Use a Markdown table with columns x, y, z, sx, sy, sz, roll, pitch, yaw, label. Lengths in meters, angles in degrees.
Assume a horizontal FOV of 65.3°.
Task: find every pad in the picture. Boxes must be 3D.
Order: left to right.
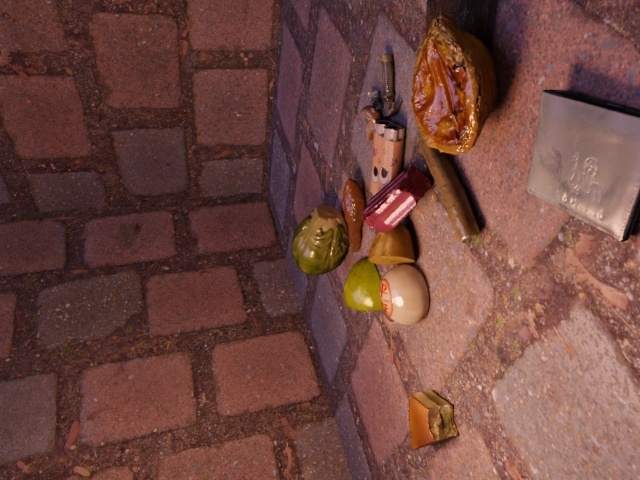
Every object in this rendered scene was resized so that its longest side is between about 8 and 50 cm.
| x | y | z | sx | sy | sz | roll | pitch | yaw | label |
| --- | --- | --- | --- | --- | --- | --- | --- | --- | --- |
| 0.398 | -0.596 | 1.476 | 0.367 | 0.007 | 0.248 | -133 | 39 | -64 | pad |

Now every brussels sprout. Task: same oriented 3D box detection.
| x | y | z | sx | sy | sz | roll | pitch | yaw | label |
| --- | --- | --- | --- | --- | --- | --- | --- | --- | --- |
| 0.000 | -0.002 | 2.574 | 0.281 | 0.289 | 0.355 | 42 | 126 | 46 | brussels sprout |

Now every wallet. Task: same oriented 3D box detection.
| x | y | z | sx | sy | sz | roll | pitch | yaw | label |
| --- | --- | --- | --- | --- | --- | --- | --- | --- | --- |
| 0.557 | -0.165 | 1.045 | 0.290 | 0.054 | 0.251 | -129 | 32 | -53 | wallet |

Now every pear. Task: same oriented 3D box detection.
| x | y | z | sx | sy | sz | roll | pitch | yaw | label |
| --- | --- | --- | --- | --- | --- | --- | --- | --- | --- |
| 0.186 | 0.196 | 2.316 | 0.288 | 0.139 | 0.239 | -172 | 84 | -71 | pear |

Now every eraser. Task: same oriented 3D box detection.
| x | y | z | sx | sy | sz | roll | pitch | yaw | label |
| --- | --- | --- | --- | --- | --- | --- | --- | --- | --- |
| 0.256 | -0.305 | 1.928 | 0.171 | 0.087 | 0.290 | -131 | 38 | -55 | eraser |

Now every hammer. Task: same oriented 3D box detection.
| x | y | z | sx | sy | sz | roll | pitch | yaw | label |
| --- | --- | --- | --- | --- | --- | --- | --- | --- | --- |
| 0.256 | -0.586 | 1.892 | 0.159 | 0.041 | 0.226 | -154 | 58 | -70 | hammer |

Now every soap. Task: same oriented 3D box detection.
| x | y | z | sx | sy | sz | roll | pitch | yaw | label |
| --- | --- | --- | --- | --- | --- | --- | --- | --- | --- |
| 0.267 | -0.149 | 1.768 | 0.289 | 0.112 | 0.182 | -45 | 13 | 40 | soap |

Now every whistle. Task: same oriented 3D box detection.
| x | y | z | sx | sy | sz | roll | pitch | yaw | label |
| --- | --- | --- | --- | --- | --- | --- | --- | --- | --- |
| 0.202 | -0.470 | 2.019 | 0.107 | 0.057 | 0.220 | 53 | 172 | 14 | whistle |

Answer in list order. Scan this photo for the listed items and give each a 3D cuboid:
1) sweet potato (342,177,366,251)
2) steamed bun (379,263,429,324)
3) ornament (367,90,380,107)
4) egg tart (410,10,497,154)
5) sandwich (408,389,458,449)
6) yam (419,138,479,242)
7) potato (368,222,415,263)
| x | y | z | sx | sy | sz | roll | pitch | yaw | label |
| --- | --- | --- | --- | --- | --- | --- | --- | --- | --- |
| 0.159 | -0.107 | 2.324 | 0.109 | 0.109 | 0.385 | -128 | 28 | -60 | sweet potato |
| 0.300 | 0.208 | 1.889 | 0.232 | 0.145 | 0.232 | 173 | 90 | -73 | steamed bun |
| 0.218 | -0.574 | 2.029 | 0.092 | 0.041 | 0.068 | -117 | 30 | -71 | ornament |
| 0.370 | -0.412 | 1.375 | 0.339 | 0.153 | 0.351 | 100 | 154 | -52 | egg tart |
| 0.403 | 0.679 | 1.799 | 0.186 | 0.108 | 0.220 | -160 | 66 | -73 | sandwich |
| 0.395 | -0.164 | 1.537 | 0.083 | 0.083 | 0.371 | 113 | 145 | -59 | yam |
| 0.273 | 0.009 | 1.895 | 0.203 | 0.178 | 0.158 | 57 | -142 | -71 | potato |
